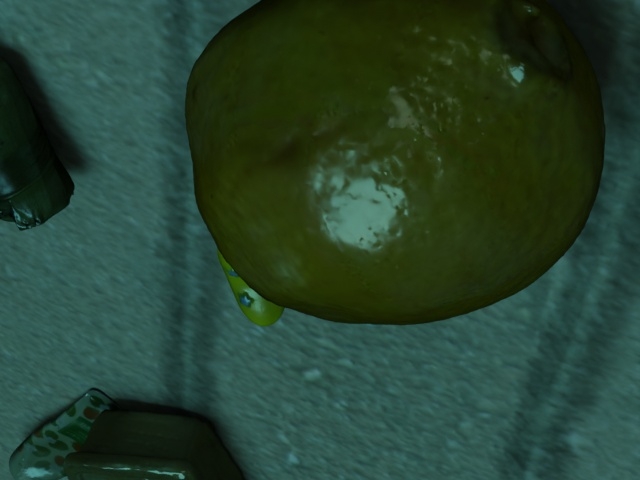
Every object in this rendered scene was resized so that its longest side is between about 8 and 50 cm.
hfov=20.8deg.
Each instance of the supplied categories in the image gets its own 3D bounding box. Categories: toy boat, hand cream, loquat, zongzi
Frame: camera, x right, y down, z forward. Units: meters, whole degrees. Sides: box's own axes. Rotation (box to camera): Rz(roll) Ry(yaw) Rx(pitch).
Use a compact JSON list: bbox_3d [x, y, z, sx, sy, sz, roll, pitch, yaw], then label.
[{"bbox_3d":[-0.112,0.205,1.338,0.116,0.061,0.188,1,138,21],"label":"toy boat"},{"bbox_3d":[-0.200,0.161,1.385,0.057,0.037,0.165,40,138,-16],"label":"hand cream"},{"bbox_3d":[0.031,-0.044,0.843,0.234,0.176,0.187,-25,102,46],"label":"loquat"},{"bbox_3d":[-0.231,-0.081,1.080,0.130,0.062,0.154,14,138,40],"label":"zongzi"}]

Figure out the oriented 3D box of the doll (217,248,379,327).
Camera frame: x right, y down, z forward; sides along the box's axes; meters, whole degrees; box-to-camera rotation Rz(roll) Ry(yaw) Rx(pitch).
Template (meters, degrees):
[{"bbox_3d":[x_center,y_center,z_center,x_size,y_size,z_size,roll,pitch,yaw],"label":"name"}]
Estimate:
[{"bbox_3d":[0.002,0.005,1.024,0.113,0.071,0.135,-24,128,28],"label":"doll"}]
